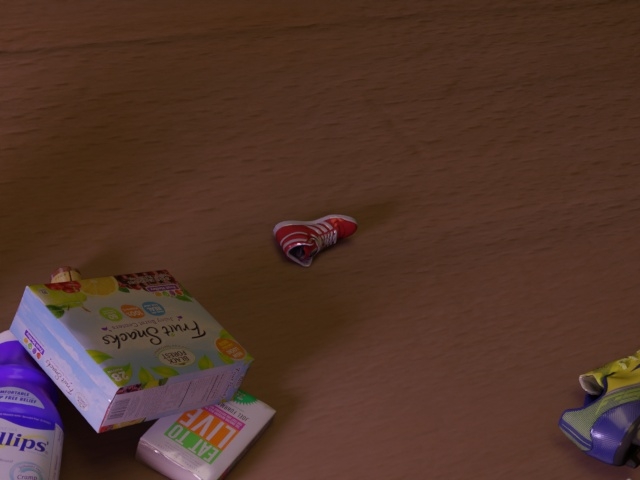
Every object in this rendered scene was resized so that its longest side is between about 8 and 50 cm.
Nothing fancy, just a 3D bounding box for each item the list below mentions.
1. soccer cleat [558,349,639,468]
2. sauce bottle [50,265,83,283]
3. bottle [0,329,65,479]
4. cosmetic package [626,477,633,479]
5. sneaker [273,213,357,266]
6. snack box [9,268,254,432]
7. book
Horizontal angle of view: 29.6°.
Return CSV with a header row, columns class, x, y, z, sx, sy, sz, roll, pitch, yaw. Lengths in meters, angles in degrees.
class,x,y,z,sx,sy,sz,roll,pitch,yaw
soccer cleat,0.397,0.175,1.528,0.121,0.093,0.289,26,39,24
sauce bottle,-0.296,0.086,1.446,0.042,0.042,0.128,-1,41,-20
bottle,-0.323,0.211,1.243,0.118,0.092,0.282,8,39,-11
cosmetic package,0.376,0.353,1.226,0.117,0.085,0.231,34,11,-29
sneaker,0.000,0.000,1.648,0.119,0.042,0.067,-7,39,-14
snack box,-0.204,0.115,1.333,0.174,0.070,0.207,42,29,29
book,-0.126,0.215,1.357,0.096,0.035,0.144,28,37,13
